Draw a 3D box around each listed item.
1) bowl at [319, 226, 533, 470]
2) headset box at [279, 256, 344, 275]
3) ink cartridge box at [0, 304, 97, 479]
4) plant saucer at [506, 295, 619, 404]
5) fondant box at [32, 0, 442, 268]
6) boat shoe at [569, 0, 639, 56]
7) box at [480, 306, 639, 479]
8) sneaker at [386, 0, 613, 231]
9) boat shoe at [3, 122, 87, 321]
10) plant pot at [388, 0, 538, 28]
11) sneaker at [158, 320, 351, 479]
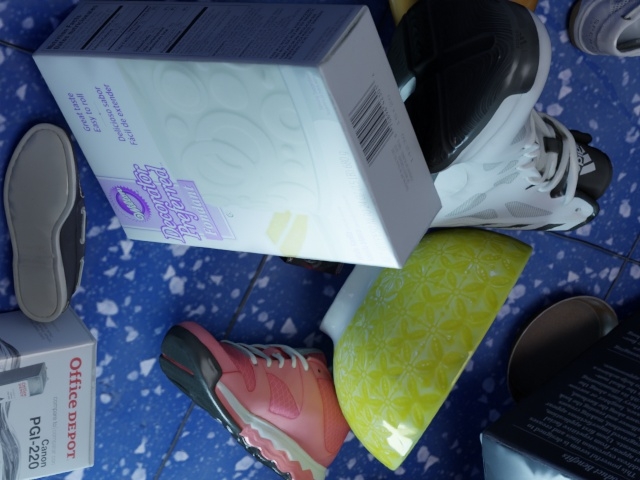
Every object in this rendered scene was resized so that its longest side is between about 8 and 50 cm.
[{"bbox_3d":[0.092,0.091,1.953,0.156,0.289,0.289,32,99,3],"label":"bowl"},{"bbox_3d":[0.000,0.000,1.948,0.083,0.032,0.062,16,106,-35],"label":"headset box"},{"bbox_3d":[-0.340,0.164,1.796,0.218,0.092,0.158,-11,121,-28],"label":"ink cartridge box"},{"bbox_3d":[0.295,0.138,2.205,0.168,0.029,0.168,-14,121,-24],"label":"plant saucer"},{"bbox_3d":[-0.076,-0.101,1.657,0.096,0.330,0.238,-55,136,-35],"label":"fondant box"},{"bbox_3d":[0.419,-0.262,2.015,0.277,0.096,0.098,-24,125,-19],"label":"boat shoe"},{"bbox_3d":[0.399,0.287,2.162,0.395,0.212,0.293,-33,130,-36],"label":"box"},{"bbox_3d":[0.192,-0.121,1.762,0.257,0.447,0.169,1,74,-16],"label":"sneaker"},{"bbox_3d":[-0.267,-0.024,1.770,0.065,0.075,0.206,-45,142,-63],"label":"boat shoe"},{"bbox_3d":[0.144,-0.273,1.795,0.205,0.205,0.188,-22,141,-19],"label":"plant pot"},{"bbox_3d":[-0.063,0.154,1.964,0.136,0.116,0.314,-51,137,-10],"label":"sneaker"}]
